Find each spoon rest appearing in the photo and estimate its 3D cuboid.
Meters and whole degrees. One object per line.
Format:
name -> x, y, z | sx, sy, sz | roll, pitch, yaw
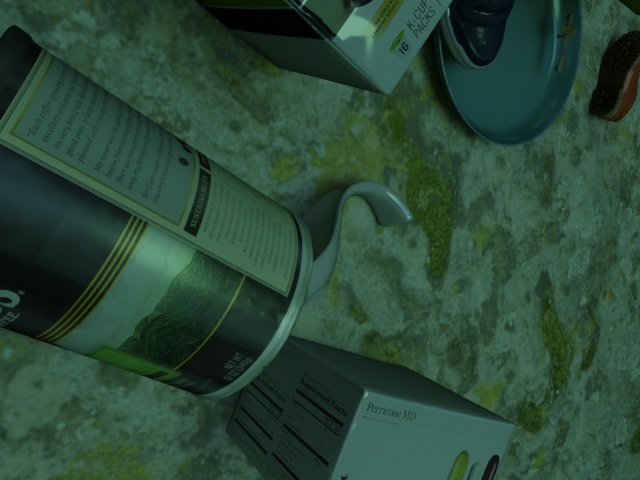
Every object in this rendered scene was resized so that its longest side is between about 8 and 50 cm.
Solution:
spoon rest -> 0.000, 0.000, 0.617 | 0.276, 0.137, 0.084 | -34, 103, -40

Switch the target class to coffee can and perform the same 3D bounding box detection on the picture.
coffee can -> -0.172, -0.005, 0.441 | 0.275, 0.202, 0.201 | 33, 81, -34

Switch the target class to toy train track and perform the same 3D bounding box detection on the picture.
toy train track -> 0.367, -0.300, 0.804 | 0.048, 0.014, 0.083 | -6, 109, -40

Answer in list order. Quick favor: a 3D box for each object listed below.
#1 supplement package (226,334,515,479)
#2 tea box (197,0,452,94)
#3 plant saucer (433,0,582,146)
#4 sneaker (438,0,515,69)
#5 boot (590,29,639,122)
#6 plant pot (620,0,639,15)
supplement package -> 0.060, 0.230, 0.643 | 0.262, 0.204, 0.145 | 22, 87, -34
tea box -> -0.010, -0.355, 0.424 | 0.324, 0.220, 0.329 | 33, 92, -38
plant saucer -> 0.274, -0.299, 0.775 | 0.318, 0.044, 0.317 | -8, 104, -32
sneaker -> 0.217, -0.338, 0.599 | 0.099, 0.153, 0.282 | -20, 117, -28
boot -> 0.545, -0.291, 0.952 | 0.085, 0.059, 0.157 | 10, 103, -38
plant pot -> 0.366, -0.482, 0.649 | 0.294, 0.275, 0.274 | 32, 80, 2
